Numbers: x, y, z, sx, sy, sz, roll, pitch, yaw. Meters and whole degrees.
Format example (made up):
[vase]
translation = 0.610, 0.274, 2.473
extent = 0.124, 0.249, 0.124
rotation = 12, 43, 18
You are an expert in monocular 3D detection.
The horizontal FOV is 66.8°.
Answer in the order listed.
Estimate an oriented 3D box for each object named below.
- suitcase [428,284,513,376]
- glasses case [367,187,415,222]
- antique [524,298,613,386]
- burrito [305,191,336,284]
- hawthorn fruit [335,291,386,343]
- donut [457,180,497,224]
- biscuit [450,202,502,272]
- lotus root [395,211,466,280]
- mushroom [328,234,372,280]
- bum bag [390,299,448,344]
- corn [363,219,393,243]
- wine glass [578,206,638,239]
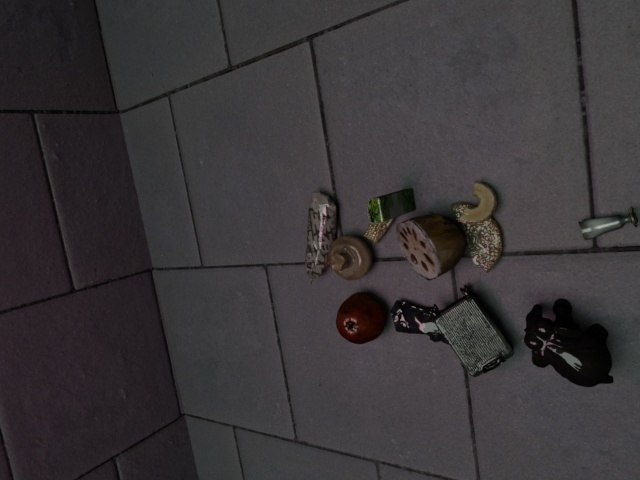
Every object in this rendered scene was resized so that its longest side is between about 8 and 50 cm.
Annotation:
[suitcase]
translation = 0.572, 0.343, 1.841
extent = 0.202, 0.128, 0.312
rotation = -36, 79, 13
[glasses case]
translation = 0.276, -0.136, 1.870
extent = 0.062, 0.272, 0.095
rotation = -5, 98, 38
[antique]
translation = 0.825, 0.343, 1.606
extent = 0.322, 0.255, 0.185
rotation = 42, 125, 24
[burrito]
translation = 0.000, 0.000, 2.217
extent = 0.139, 0.101, 0.444
rotation = 11, 106, 22
[hawthorn fruit]
translation = 0.160, 0.344, 2.087
extent = 0.224, 0.261, 0.223
rotation = 6, 102, 28
[donut]
translation = 0.579, -0.123, 1.759
extent = 0.108, 0.065, 0.165
rotation = 26, 87, 21
[biscuit]
translation = 0.600, -0.025, 1.809
extent = 0.141, 0.038, 0.289
rotation = -24, 84, 34
[lotus root]
translation = 0.426, 0.000, 1.837
extent = 0.272, 0.192, 0.272
rotation = 57, 170, 16
[mushroom]
translation = 0.115, 0.081, 2.091
extent = 0.204, 0.204, 0.204
rotation = 10, 107, 34
[bum bag]
translation = 0.432, 0.339, 2.001
extent = 0.310, 0.074, 0.136
rotation = 11, 96, 28
[corn]
translation = 0.246, -0.069, 2.028
extent = 0.087, 0.087, 0.210
rotation = 41, 121, 21
[wine glass]
translation = 0.920, -0.053, 1.551
extent = 0.156, 0.072, 0.072
rotation = -20, 90, 38
